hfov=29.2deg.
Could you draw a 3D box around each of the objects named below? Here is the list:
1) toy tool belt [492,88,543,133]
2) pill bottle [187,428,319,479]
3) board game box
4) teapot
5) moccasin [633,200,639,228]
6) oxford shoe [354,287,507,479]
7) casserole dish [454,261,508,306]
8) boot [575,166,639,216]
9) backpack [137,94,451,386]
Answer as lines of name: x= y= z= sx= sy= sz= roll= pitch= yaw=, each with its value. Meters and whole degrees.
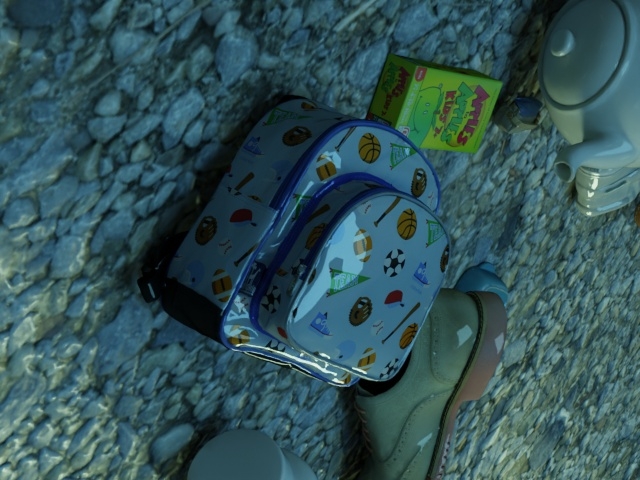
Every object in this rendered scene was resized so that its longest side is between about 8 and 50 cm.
toy tool belt: x=0.256 y=-0.166 z=1.539 sx=0.083 sy=0.052 sz=0.051 roll=-18 pitch=136 yaw=-45
pill bottle: x=-0.057 y=0.332 z=1.414 sx=0.152 sy=0.152 sz=0.272 roll=-46 pitch=144 yaw=-19
board game box: x=0.131 y=-0.153 z=1.397 sx=0.181 sy=0.043 sz=0.092 roll=0 pitch=114 yaw=-51
teapot: x=0.355 y=-0.222 z=1.493 sx=0.187 sy=0.256 sz=0.252 roll=16 pitch=120 yaw=-32
moccasin: x=0.594 y=-0.127 z=1.932 sx=0.380 sy=0.147 sz=0.139 roll=-39 pitch=155 yaw=-33
oxford shoe: x=0.096 y=0.221 z=1.584 sx=0.146 sy=0.140 sz=0.397 roll=13 pitch=113 yaw=-20
casserole dish: x=0.203 y=0.121 z=1.691 sx=0.114 sy=0.037 sz=0.188 roll=19 pitch=100 yaw=-54
boot: x=0.465 y=-0.137 z=1.802 sx=0.258 sy=0.095 sz=0.123 roll=-32 pitch=143 yaw=-23
backpack: x=0.000 y=0.000 z=1.217 sx=0.276 sy=0.213 sz=0.263 roll=28 pitch=81 yaw=-52
